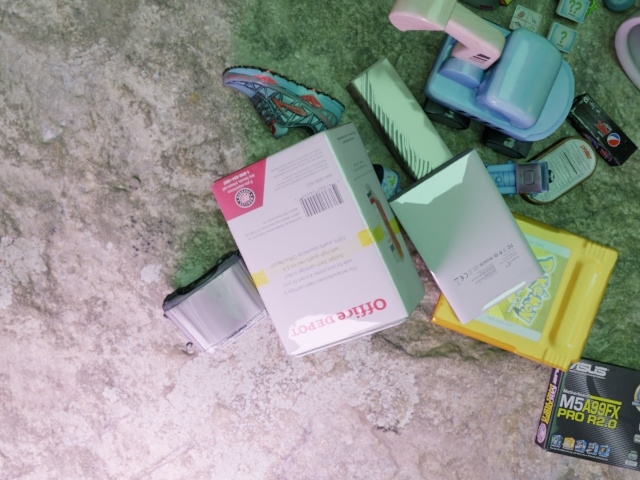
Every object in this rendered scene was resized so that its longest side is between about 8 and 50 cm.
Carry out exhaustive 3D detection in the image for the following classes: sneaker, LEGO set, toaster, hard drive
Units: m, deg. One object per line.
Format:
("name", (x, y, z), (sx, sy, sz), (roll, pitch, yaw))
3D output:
("sneaker", (-0.086, -0.273, 1.675), (0.261, 0.104, 0.125), (21, 92, -7))
("LEGO set", (0.477, -0.504, 1.686), (0.244, 0.060, 0.183), (10, 105, -33))
("toaster", (-0.201, 0.125, 1.671), (0.227, 0.129, 0.146), (-36, 100, -6))
("hard drive", (0.299, -0.006, 1.672), (0.203, 0.040, 0.308), (-32, 104, 2))

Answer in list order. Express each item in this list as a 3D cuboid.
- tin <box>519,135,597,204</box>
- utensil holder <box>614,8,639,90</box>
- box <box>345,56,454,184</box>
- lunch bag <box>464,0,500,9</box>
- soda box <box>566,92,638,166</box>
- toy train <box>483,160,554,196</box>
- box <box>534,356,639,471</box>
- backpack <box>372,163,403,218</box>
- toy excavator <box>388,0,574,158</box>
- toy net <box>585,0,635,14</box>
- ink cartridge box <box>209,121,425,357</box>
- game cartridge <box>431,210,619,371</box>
("tin", (0.516, -0.151, 1.782), (0.189, 0.040, 0.106), (-34, 100, -4))
("utensil holder", (0.856, -0.466, 1.661), (0.327, 0.327, 0.385), (43, 86, -6))
("box", (0.170, -0.238, 1.701), (0.094, 0.113, 0.275), (-36, 95, -1))
("lunch bag", (0.333, -0.636, 1.700), (0.224, 0.108, 0.279), (22, 89, -7))
("soda box", (0.605, -0.238, 1.777), (0.169, 0.053, 0.060), (45, 88, -6))
("toy train", (0.394, -0.129, 1.715), (0.184, 0.105, 0.080), (-2, 92, 19))
("box", (0.630, 0.380, 1.806), (0.270, 0.060, 0.216), (14, 92, -7))
("backpack", (0.122, -0.098, 1.709), (0.084, 0.105, 0.114), (17, 90, -29))
("toy excavator", (0.313, -0.343, 1.543), (0.432, 0.445, 0.222), (23, 89, -7))
("toy net", (0.610, -0.609, 1.770), (0.122, 0.045, 0.232), (-6, 91, 23))
("ink cartridge box", (0.000, 0.000, 1.617), (0.279, 0.160, 0.385), (-21, 95, 25))
("game cartridge", (0.434, 0.097, 1.748), (0.323, 0.052, 0.285), (20, 90, 5))
